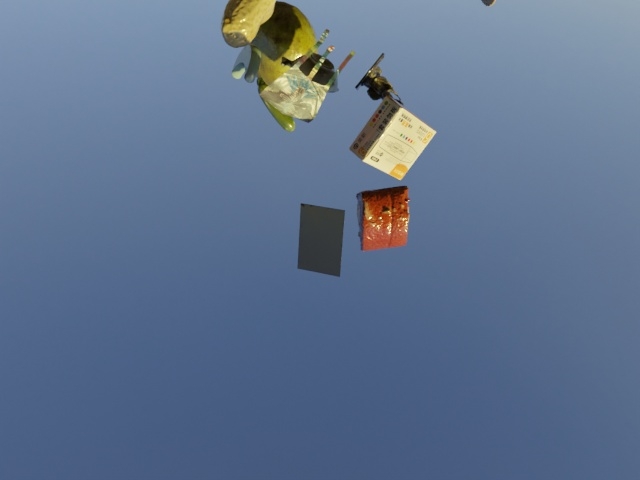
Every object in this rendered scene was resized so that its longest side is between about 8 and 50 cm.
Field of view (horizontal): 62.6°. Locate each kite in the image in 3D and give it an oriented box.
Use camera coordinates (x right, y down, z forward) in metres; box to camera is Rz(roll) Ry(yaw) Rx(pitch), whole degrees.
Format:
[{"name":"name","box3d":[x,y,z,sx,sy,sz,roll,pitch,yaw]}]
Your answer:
[{"name":"kite","box3d":[-0.022,-0.431,1.426,0.169,0.309,0.015,29,-127,-26]}]

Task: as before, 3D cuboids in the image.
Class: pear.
[{"name":"pear","box3d":[-0.173,-0.885,2.417,0.351,0.414,0.352,-1,-134,1]}]

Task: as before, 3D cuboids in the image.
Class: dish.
[{"name":"dish","box3d":[-0.022,-0.646,1.964,0.245,0.078,0.224,22,-146,-18]}]

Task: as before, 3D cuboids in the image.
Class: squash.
[{"name":"squash","box3d":[-0.188,-0.552,2.151,0.252,0.066,0.066,53,-139,-12]}]

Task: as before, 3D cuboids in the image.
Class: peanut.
[{"name":"peanut","box3d":[-0.249,-0.813,1.848,0.152,0.152,0.313,21,-108,9]}]

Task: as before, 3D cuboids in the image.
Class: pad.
[{"name":"pad","box3d":[0.000,0.000,1.413,0.127,0.190,0.004,11,-160,20]}]

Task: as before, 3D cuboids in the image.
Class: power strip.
[{"name":"power strip","box3d":[-0.282,-0.675,2.001,0.044,0.137,0.216,16,-165,-30]}]

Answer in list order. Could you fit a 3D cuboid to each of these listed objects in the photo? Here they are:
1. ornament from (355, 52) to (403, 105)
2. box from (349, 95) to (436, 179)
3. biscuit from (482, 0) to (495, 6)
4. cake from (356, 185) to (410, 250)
[{"name":"ornament","box3d":[0.247,-0.556,1.937,0.196,0.153,0.166,41,-166,-6]},{"name":"box","box3d":[0.251,-0.343,1.794,0.273,0.221,0.091,10,-149,-52]},{"name":"biscuit","box3d":[0.667,-0.995,2.097,0.015,0.120,0.120,-20,-133,-9]},{"name":"cake","box3d":[0.178,-0.061,1.502,0.150,0.177,0.283,-7,-176,0]}]
